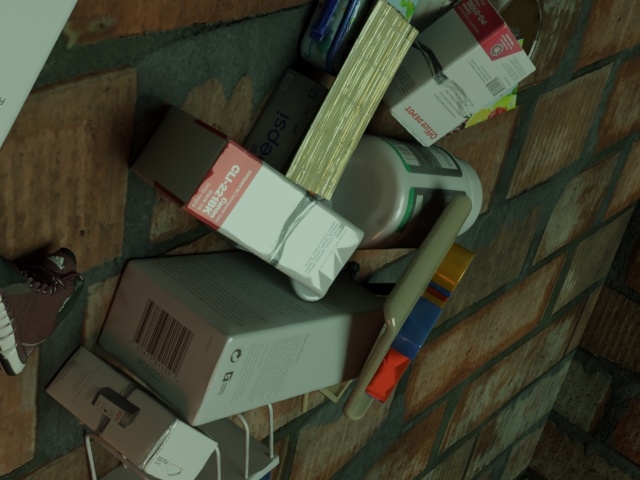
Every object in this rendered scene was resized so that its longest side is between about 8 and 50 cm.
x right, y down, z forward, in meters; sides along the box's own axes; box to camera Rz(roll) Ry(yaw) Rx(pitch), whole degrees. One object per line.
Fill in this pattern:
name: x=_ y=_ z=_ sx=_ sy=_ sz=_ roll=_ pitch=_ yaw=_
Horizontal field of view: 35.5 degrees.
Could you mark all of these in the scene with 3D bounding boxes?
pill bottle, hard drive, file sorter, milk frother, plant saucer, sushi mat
pill bottle: x=0.149 y=-0.085 z=1.847 sx=0.361 sy=0.204 sz=0.204 roll=0 pitch=118 yaw=-57
hard drive: x=-0.373 y=-0.227 z=1.070 sx=0.307 sy=0.040 sz=0.203 roll=-61 pitch=151 yaw=6
file sorter: x=-0.233 y=0.351 z=1.704 sx=0.278 sy=0.193 sz=0.173 roll=-33 pitch=140 yaw=-38
milk frother: x=0.114 y=0.121 z=2.065 sx=0.143 sy=0.135 sz=0.129 roll=71 pitch=24 yaw=-61
plant saucer: x=0.365 y=-0.399 z=2.036 sx=0.311 sy=0.050 sz=0.310 roll=-36 pitch=144 yaw=-32
sushi mat: x=0.051 y=-0.217 z=1.568 sx=0.151 sy=0.019 sz=0.316 roll=19 pitch=101 yaw=-58

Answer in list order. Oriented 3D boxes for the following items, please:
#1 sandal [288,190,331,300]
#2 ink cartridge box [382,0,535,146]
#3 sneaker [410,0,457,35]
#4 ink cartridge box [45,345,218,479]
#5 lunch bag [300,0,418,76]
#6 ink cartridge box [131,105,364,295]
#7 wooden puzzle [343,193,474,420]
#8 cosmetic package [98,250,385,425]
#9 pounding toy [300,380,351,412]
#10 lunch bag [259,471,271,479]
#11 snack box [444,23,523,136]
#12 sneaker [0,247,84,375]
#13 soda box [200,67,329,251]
sandal: x=-0.040 y=-0.017 z=1.672 sx=0.102 sy=0.265 sz=0.076 roll=13 pitch=153 yaw=-27
ink cartridge box: x=0.227 y=-0.291 z=1.725 sx=0.237 sy=0.100 sz=0.172 roll=-36 pitch=149 yaw=14
sneaker: x=0.200 y=-0.412 z=1.691 sx=0.106 sy=0.123 sz=0.290 roll=-47 pitch=151 yaw=-23
ink cartridge box: x=-0.282 y=0.269 z=1.513 sx=0.092 sy=0.218 sz=0.158 roll=-53 pitch=151 yaw=-9
lunch bag: x=0.068 y=-0.358 z=1.577 sx=0.176 sy=0.090 sz=0.219 roll=6 pitch=112 yaw=-56
ink cartridge box: x=-0.100 y=-0.055 z=1.403 sx=0.273 sy=0.197 sz=0.114 roll=33 pitch=90 yaw=-36
wooden puzzle: x=0.170 y=0.131 z=1.761 sx=0.322 sy=0.080 sz=0.347 roll=-53 pitch=166 yaw=-37
cosmetic package: x=-0.109 y=0.138 z=1.645 sx=0.453 sy=0.230 sz=0.161 roll=-4 pitch=123 yaw=-55
pounding toy: x=-0.013 y=0.255 z=2.043 sx=0.181 sy=0.094 sz=0.206 roll=-54 pitch=151 yaw=-8
lunch bag: x=-0.154 y=0.508 z=2.108 sx=0.098 sy=0.065 sz=0.067 roll=-6 pitch=107 yaw=-54
snack box: x=0.278 y=-0.301 z=1.914 sx=0.207 sy=0.070 sz=0.174 roll=-24 pitch=141 yaw=-18
sneaker: x=-0.384 y=0.040 z=1.273 sx=0.162 sy=0.106 sz=0.281 roll=-46 pitch=160 yaw=-31
soda box: x=-0.069 y=-0.120 z=1.592 sx=0.286 sy=0.091 sz=0.098 roll=-60 pitch=150 yaw=5
